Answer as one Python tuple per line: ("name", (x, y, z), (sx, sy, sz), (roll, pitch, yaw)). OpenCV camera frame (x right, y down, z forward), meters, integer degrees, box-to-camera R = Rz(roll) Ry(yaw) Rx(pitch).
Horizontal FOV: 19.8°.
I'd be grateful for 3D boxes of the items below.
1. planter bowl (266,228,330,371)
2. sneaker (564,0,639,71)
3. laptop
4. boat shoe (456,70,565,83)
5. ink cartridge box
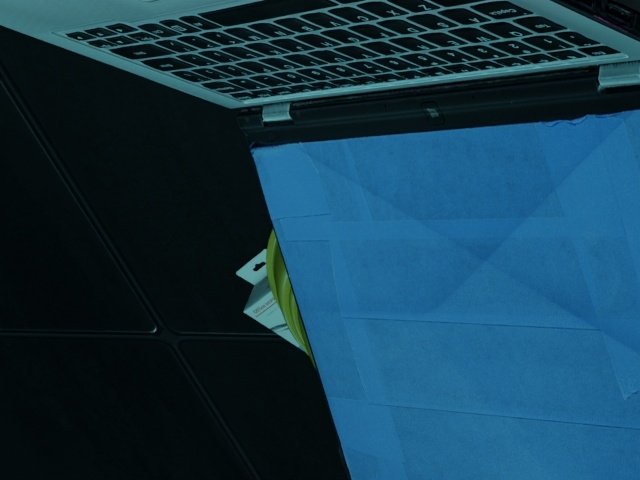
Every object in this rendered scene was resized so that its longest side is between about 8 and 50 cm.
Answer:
("planter bowl", (0.059, 0.060, 1.235), (0.217, 0.090, 0.217), (8, 135, 8))
("sneaker", (0.204, -0.068, 1.007), (0.123, 0.106, 0.290), (-30, 110, 28))
("laptop", (0.000, 0.000, 0.974), (0.408, 0.236, 0.382), (18, 169, -35))
("boat shoe", (0.124, -0.105, 1.064), (0.049, 0.042, 0.133), (44, 125, -14))
("ink cartridge box", (-0.021, 0.046, 1.334), (0.083, 0.028, 0.048), (34, 140, -15))
